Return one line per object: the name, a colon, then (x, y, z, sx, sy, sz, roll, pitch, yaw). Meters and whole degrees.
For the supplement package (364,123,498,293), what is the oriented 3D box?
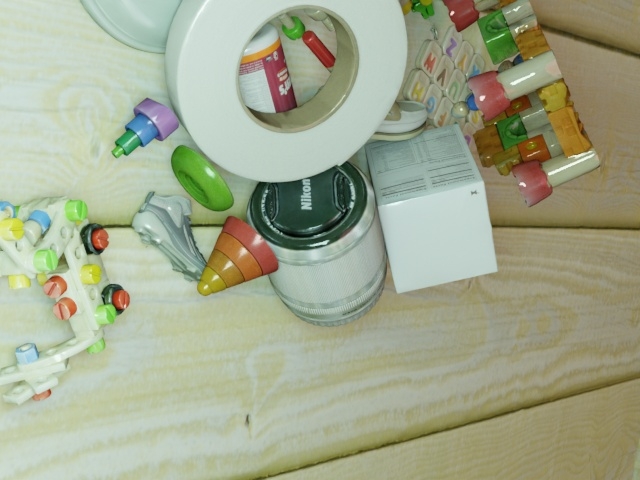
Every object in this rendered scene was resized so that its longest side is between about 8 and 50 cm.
supplement package: (0.208, -0.066, 1.945, 0.263, 0.198, 0.199, -97, 173, -60)

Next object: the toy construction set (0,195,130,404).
toy construction set: (-0.385, 0.075, 1.443, 0.215, 0.151, 0.328, -55, 150, -58)

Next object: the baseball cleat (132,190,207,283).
baseball cleat: (-0.223, -0.006, 1.665, 0.206, 0.072, 0.109, 50, 58, -48)

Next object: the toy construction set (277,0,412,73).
toy construction set: (0.071, -0.423, 1.753, 0.309, 0.257, 0.237, -65, 149, -9)

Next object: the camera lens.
camera lens: (0.000, 0.000, 1.770, 0.219, 0.219, 0.274, -54, 152, -23)

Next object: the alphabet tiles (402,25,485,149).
alphabet tiles: (0.274, -0.304, 2.178, 0.284, 0.021, 0.278, 36, 74, -48)

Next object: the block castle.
block castle: (0.363, -0.298, 1.976, 0.303, 0.212, 0.453, 56, 18, -33)

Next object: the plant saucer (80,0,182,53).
plant saucer: (-0.196, -0.473, 1.503, 0.400, 0.100, 0.401, -25, 124, -43)

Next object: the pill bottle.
pill bottle: (-0.104, -0.241, 1.688, 0.121, 0.121, 0.221, -39, 128, -35)

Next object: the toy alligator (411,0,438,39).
toy alligator: (0.196, -0.481, 2.015, 0.051, 0.056, 0.190, -15, 122, 1)

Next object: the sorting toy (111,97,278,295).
sorting toy: (-0.209, -0.045, 1.583, 0.126, 0.127, 0.365, -45, 123, -19)

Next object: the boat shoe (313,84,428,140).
boat shoe: (0.102, -0.249, 1.927, 0.302, 0.113, 0.103, -15, 118, -45)

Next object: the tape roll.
tape roll: (-0.047, -0.274, 1.568, 0.392, 0.072, 0.392, -14, 124, -21)
